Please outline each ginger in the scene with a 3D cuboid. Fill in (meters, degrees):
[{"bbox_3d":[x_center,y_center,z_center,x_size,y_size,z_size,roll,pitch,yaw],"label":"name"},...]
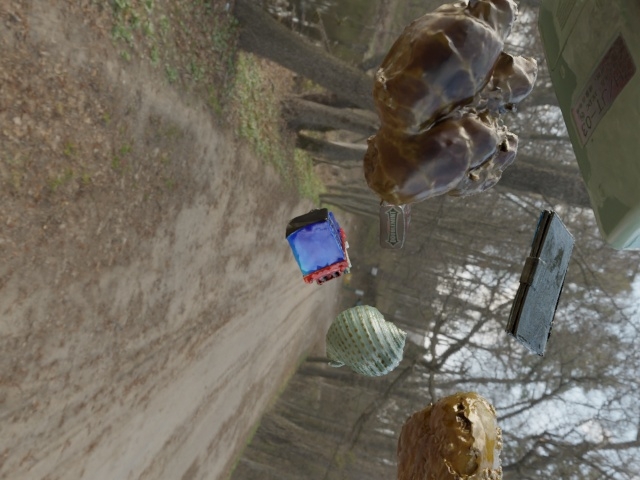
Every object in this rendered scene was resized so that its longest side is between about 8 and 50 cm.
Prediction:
[{"bbox_3d":[0.217,-0.221,0.795,0.152,0.274,0.358,-96,-170,-71],"label":"ginger"}]

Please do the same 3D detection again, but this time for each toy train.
[{"bbox_3d":[0.000,0.000,0.877,0.204,0.082,0.131,-91,157,-72],"label":"toy train"}]

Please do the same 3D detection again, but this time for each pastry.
[{"bbox_3d":[0.283,0.465,1.039,0.311,0.161,0.255,121,-8,-60],"label":"pastry"}]

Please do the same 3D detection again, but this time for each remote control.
[{"bbox_3d":[0.247,-0.146,0.402,0.140,0.056,0.297,91,0,-61],"label":"remote control"}]

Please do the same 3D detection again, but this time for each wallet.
[{"bbox_3d":[0.527,0.101,1.150,0.044,0.169,0.317,6,-111,50],"label":"wallet"}]

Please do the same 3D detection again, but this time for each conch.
[{"bbox_3d":[0.115,0.259,1.184,0.172,0.199,0.131,68,-15,-16],"label":"conch"}]

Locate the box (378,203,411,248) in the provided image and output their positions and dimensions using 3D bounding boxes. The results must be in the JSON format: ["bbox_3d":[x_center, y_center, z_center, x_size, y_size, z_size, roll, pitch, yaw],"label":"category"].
[{"bbox_3d":[0.210,-0.060,1.341,0.224,0.069,0.120,-40,130,-70],"label":"box"}]
